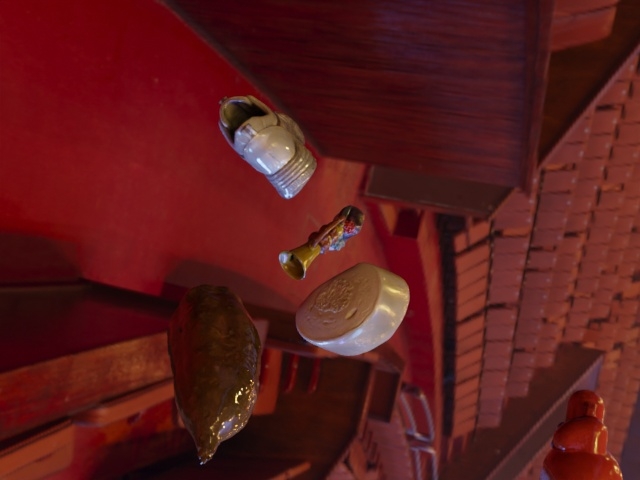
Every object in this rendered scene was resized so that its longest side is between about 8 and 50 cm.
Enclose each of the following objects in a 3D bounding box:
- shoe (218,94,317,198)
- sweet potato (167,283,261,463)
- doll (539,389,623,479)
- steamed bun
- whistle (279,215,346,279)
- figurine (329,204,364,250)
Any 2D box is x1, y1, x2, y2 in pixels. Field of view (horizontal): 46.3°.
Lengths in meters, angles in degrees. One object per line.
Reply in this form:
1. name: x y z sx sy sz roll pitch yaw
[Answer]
1. shoe: -0.134 -0.240 1.602 0.210 0.132 0.342 44 8 -31
2. sweet potato: -0.169 0.205 1.227 0.370 0.157 0.158 -114 -156 -60
3. doll: 0.429 0.393 1.237 0.161 0.129 0.290 38 59 -75
4. steamed bun: 0.086 0.174 1.736 0.200 0.250 0.155 33 28 -51
5. whistle: -0.005 -0.002 1.007 0.109 0.046 0.057 -43 144 -30
6. figurine: 0.035 -0.016 1.247 0.060 0.047 0.106 -60 -174 -36
